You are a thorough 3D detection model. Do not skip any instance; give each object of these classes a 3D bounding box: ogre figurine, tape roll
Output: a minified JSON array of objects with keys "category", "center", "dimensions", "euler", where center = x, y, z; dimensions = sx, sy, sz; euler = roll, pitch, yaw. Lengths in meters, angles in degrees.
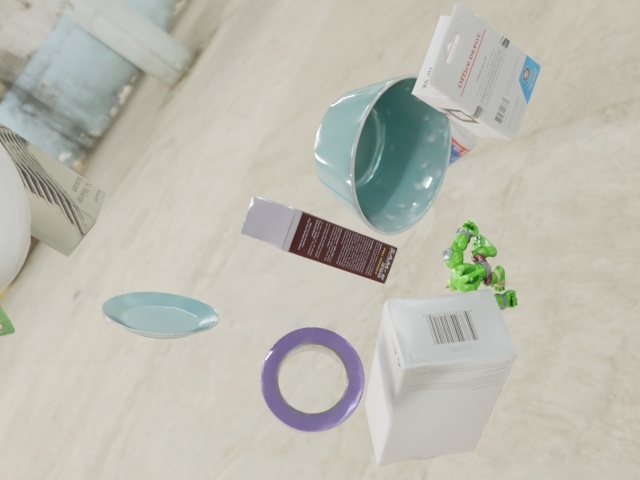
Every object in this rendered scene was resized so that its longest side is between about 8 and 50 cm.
[{"category":"ogre figurine","center":[0.321,0.064,1.648],"dimensions":[0.118,0.197,0.097],"euler":[-23,12,-32]},{"category":"tape roll","center":[-0.016,0.259,1.462],"dimensions":[0.189,0.189,0.080],"euler":[-62,-6,-15]}]

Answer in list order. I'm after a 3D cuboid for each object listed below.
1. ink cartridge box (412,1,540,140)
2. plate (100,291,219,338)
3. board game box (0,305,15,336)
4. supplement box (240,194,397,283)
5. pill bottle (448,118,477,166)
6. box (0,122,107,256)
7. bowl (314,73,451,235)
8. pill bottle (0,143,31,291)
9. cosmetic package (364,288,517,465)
[{"category":"ink cartridge box","center":[0.180,-0.202,0.959],"dimensions":[0.060,0.180,0.104],"euler":[19,87,49]},{"category":"plate","center":[-0.258,0.124,1.280],"dimensions":[0.188,0.188,0.024],"euler":[-129,46,-68]},{"category":"board game box","center":[-0.574,0.046,1.237],"dimensions":[0.039,0.259,0.124],"euler":[-35,-1,-1]},{"category":"supplement box","center":[0.000,0.000,1.344],"dimensions":[0.130,0.239,0.073],"euler":[20,91,51]},{"category":"pill bottle","center":[0.241,-0.204,1.839],"dimensions":[0.221,0.124,0.124],"euler":[-38,27,33]},{"category":"box","center":[-0.488,-0.099,1.271],"dimensions":[0.094,0.275,0.113],"euler":[-47,24,18]},{"category":"bowl","center":[0.104,-0.177,1.567],"dimensions":[0.163,0.311,0.311],"euler":[17,72,40]},{"category":"pill bottle","center":[-0.329,0.026,0.497],"dimensions":[0.278,0.162,0.162],"euler":[-31,30,24]},{"category":"cosmetic package","center":[0.217,0.274,1.537],"dimensions":[0.385,0.217,0.156],"euler":[99,163,-50]}]
